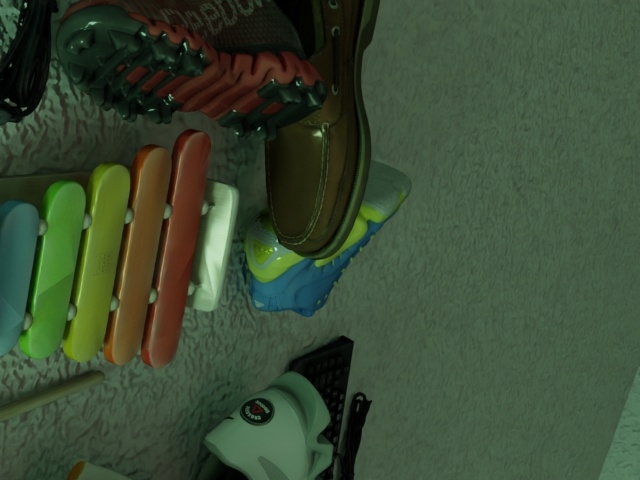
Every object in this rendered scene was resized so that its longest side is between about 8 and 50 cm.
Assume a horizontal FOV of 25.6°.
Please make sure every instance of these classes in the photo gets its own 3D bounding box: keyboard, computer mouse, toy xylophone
[{"bbox_3d":[0.003,0.264,1.639,0.201,0.033,0.317,-19,123,-57],"label":"keyboard"},{"bbox_3d":[-0.247,-0.171,0.916,0.262,0.060,0.184,5,96,-73],"label":"computer mouse"},{"bbox_3d":[-0.190,0.039,1.107,0.322,0.081,0.236,-23,125,-55],"label":"toy xylophone"}]

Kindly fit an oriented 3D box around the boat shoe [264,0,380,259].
[{"bbox_3d":[-0.021,-0.139,1.288,0.104,0.110,0.307,11,79,-50],"label":"boat shoe"}]

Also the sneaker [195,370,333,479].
[{"bbox_3d":[-0.074,0.293,1.449,0.146,0.122,0.330,-25,130,-32],"label":"sneaker"}]

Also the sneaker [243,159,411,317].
[{"bbox_3d":[0.000,0.000,1.443,0.240,0.091,0.126,-25,139,-46],"label":"sneaker"}]

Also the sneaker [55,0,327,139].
[{"bbox_3d":[-0.108,-0.163,1.110,0.276,0.097,0.135,5,62,-53],"label":"sneaker"}]

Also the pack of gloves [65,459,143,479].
[{"bbox_3d":[-0.216,0.287,1.260,0.195,0.046,0.232,-56,151,-2],"label":"pack of gloves"}]
